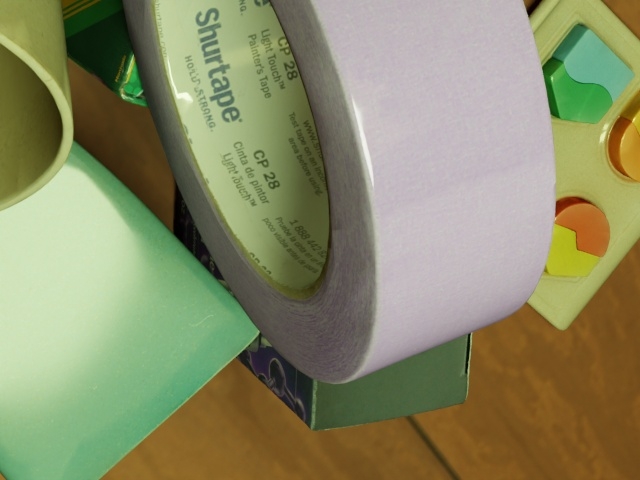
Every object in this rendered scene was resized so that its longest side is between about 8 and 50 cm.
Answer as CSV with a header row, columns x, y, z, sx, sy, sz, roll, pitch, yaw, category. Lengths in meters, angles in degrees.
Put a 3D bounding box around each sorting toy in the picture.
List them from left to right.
x,y,z,sx,sy,sz,roll,pitch,yaw,category
0.177,-0.057,1.304,0.208,0.038,0.193,40,88,-34,sorting toy

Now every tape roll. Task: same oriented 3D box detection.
x,y,z,sx,sy,sz,roll,pitch,yaw,category
-0.002,-0.076,0.856,0.090,0.275,0.274,-21,118,-20,tape roll

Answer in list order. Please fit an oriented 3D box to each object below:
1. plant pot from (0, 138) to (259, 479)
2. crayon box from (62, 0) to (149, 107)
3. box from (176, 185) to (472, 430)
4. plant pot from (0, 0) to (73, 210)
x,y,z,sx,sy,sz,roll,pitch,yaw,category
-0.186,0.003,1.061,0.166,0.165,0.234,-41,115,-8,plant pot
-0.063,-0.220,1.031,0.081,0.165,0.278,14,102,-31,crayon box
0.000,0.000,1.128,0.108,0.207,0.153,-8,113,-26,box
-0.239,-0.178,0.889,0.256,0.256,0.274,18,59,-33,plant pot
